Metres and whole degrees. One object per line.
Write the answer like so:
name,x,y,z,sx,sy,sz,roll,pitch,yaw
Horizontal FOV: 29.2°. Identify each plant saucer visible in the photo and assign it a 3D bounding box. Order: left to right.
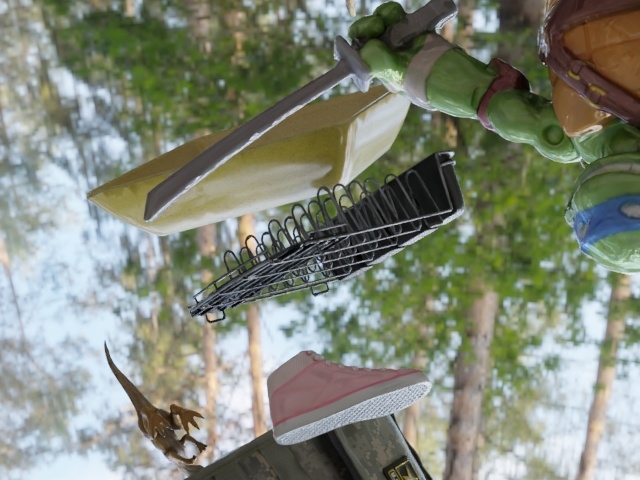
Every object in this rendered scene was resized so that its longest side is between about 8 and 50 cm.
plant saucer,-0.060,-0.095,1.473,0.332,0.081,0.333,-15,-169,21

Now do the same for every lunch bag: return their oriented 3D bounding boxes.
lunch bag,0.005,0.291,1.222,0.287,0.169,0.235,-25,-100,-31

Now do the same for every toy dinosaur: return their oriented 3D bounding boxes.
toy dinosaur,-0.194,0.206,1.422,0.064,0.211,0.112,-37,-177,-30

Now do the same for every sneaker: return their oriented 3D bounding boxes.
sneaker,0.018,0.113,1.002,0.134,0.051,0.070,-18,-120,0

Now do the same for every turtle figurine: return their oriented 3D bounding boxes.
turtle figurine,0.085,-0.133,0.509,0.274,0.198,0.266,11,-120,4

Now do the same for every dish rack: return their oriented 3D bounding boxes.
dish rack,0.000,0.000,1.195,0.271,0.208,0.074,-14,-105,-46

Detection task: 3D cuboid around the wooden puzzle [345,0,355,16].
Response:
wooden puzzle,0.011,-0.279,1.185,0.014,0.078,0.116,-16,-105,-3
